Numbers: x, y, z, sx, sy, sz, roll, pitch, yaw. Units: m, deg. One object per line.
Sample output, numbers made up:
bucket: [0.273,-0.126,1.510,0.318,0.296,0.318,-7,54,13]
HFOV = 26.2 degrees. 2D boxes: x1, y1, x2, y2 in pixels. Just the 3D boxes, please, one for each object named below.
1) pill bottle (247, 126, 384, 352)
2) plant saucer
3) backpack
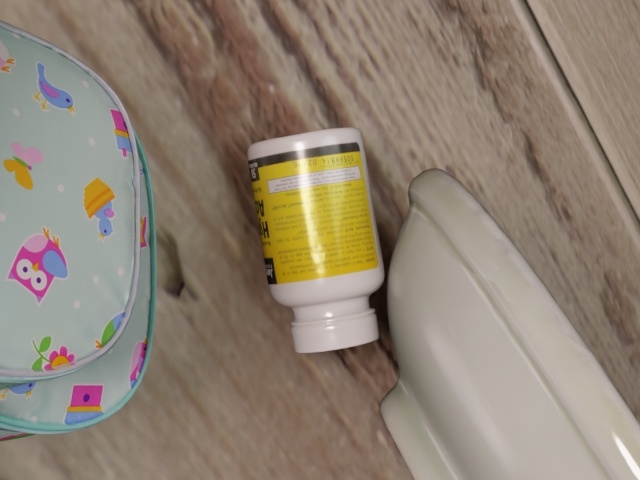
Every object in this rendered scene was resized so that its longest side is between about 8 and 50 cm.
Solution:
pill bottle: [0.000,0.000,0.750,0.065,0.065,0.116,-11,91,-52]
plant saucer: [0.126,0.153,0.747,0.401,0.100,0.400,59,1,-1]
backpack: [-0.143,-0.002,0.512,0.188,0.144,0.166,16,65,-52]
